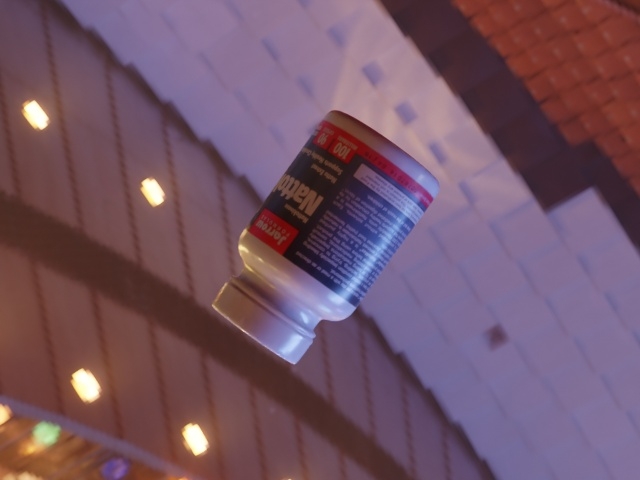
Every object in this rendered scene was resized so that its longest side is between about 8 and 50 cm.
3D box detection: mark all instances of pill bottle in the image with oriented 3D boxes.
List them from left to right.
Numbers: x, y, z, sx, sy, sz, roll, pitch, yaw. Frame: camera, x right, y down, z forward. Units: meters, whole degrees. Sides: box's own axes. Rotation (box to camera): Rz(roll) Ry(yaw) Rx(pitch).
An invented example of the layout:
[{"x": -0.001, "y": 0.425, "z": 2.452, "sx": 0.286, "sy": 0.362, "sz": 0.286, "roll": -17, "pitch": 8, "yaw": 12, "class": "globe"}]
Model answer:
[{"x": 0.000, "y": 0.000, "z": 1.107, "sx": 0.108, "sy": 0.180, "sz": 0.108, "roll": 35, "pitch": 178, "yaw": 1, "class": "pill bottle"}]
